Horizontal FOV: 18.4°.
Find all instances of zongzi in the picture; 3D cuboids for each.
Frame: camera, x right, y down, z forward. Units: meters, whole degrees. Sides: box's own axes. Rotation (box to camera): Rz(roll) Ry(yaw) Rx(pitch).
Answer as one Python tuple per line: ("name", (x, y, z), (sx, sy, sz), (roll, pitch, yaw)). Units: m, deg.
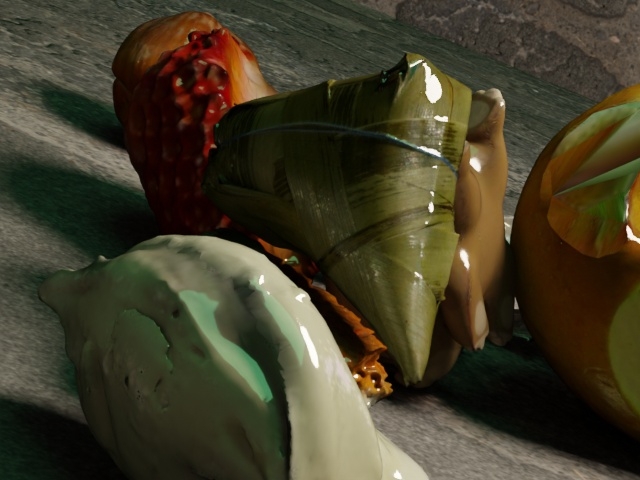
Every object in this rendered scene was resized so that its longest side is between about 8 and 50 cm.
("zongzi", (0.000, 0.000, 1.632), (0.250, 0.274, 0.125), (-11, -24, 39))

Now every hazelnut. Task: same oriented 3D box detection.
("hazelnut", (-0.157, -0.180, 2.291), (0.182, 0.182, 0.182), (19, 14, -5))

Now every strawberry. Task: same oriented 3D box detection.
("strawberry", (-0.103, -0.050, 1.922), (0.336, 0.149, 0.265), (-96, 161, -58))

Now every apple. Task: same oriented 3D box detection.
("apple", (0.367, 0.021, 1.834), (0.384, 0.374, 0.374), (21, 12, 38))

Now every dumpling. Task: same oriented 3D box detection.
("dumpling", (-0.045, 0.099, 1.375), (0.243, 0.187, 0.318), (10, 27, -47))

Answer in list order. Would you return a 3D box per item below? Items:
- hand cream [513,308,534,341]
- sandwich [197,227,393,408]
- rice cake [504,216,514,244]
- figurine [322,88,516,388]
("hand cream", (0.115, 0.047, 2.080), (0.257, 0.050, 0.084), (26, 18, 8))
("sandwich", (-0.056, 0.079, 1.604), (0.212, 0.109, 0.292), (25, 15, 21))
("rice cake", (0.201, 0.013, 2.050), (0.399, 0.070, 0.064), (7, 53, -9))
("figurine", (0.077, 0.006, 1.787), (0.173, 0.247, 0.177), (3, 26, 26))
